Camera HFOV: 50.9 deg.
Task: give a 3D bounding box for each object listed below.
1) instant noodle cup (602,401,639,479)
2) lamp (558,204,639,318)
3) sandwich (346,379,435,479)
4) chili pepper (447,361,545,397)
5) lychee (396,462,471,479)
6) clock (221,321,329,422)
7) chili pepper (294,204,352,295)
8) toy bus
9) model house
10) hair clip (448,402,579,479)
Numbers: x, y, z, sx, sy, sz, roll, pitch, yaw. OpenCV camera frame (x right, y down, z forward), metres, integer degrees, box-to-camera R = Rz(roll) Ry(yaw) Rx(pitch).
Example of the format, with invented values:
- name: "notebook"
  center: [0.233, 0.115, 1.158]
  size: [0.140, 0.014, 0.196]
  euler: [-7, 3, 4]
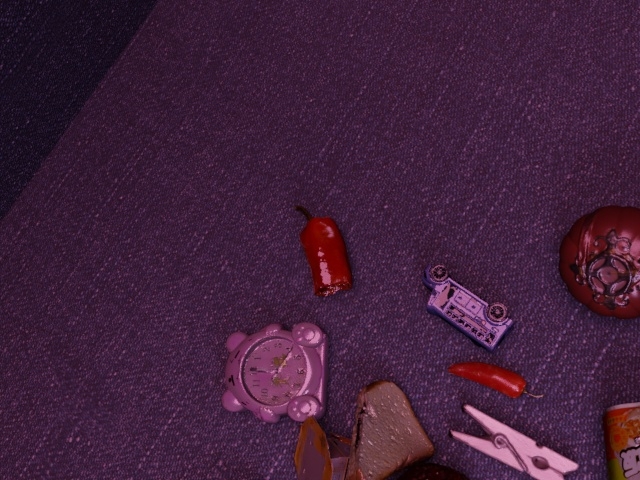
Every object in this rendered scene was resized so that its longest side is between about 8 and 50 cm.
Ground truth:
- name: "instant noodle cup"
  center: [0.813, 0.558, 1.616]
  size: [0.293, 0.294, 0.308]
  euler: [-8, 63, 14]
- name: "lamp"
  center: [0.785, 0.057, 1.773]
  size: [0.303, 0.257, 0.303]
  euler: [11, 110, 32]
- name: "sandwich"
  center: [0.145, 0.525, 1.816]
  size: [0.254, 0.288, 0.100]
  euler: [59, 137, 18]
- name: "chili pepper"
  center: [0.486, 0.384, 1.868]
  size: [0.272, 0.063, 0.071]
  euler: [16, 65, 23]
- name: "lychee"
  center: [0.290, 0.706, 1.717]
  size: [0.260, 0.260, 0.261]
  euler: [-5, 71, 15]
- name: "clock"
  center: [-0.135, 0.395, 2.018]
  size: [0.322, 0.113, 0.296]
  euler: [-2, 72, 17]
- name: "chili pepper"
  center: [0.004, -0.002, 2.099]
  size: [0.134, 0.131, 0.339]
  euler: [-15, 67, 1]
- name: "toy bus"
  center: [0.402, 0.191, 1.919]
  size: [0.292, 0.125, 0.133]
  euler: [36, 85, 22]
- name: "model house"
  center: [0.036, 0.606, 1.875]
  size: [0.207, 0.135, 0.220]
  euler: [30, 113, 59]
- name: "hair clip"
  center: [0.511, 0.553, 1.791]
  size: [0.330, 0.085, 0.101]
  euler: [24, 73, 21]
